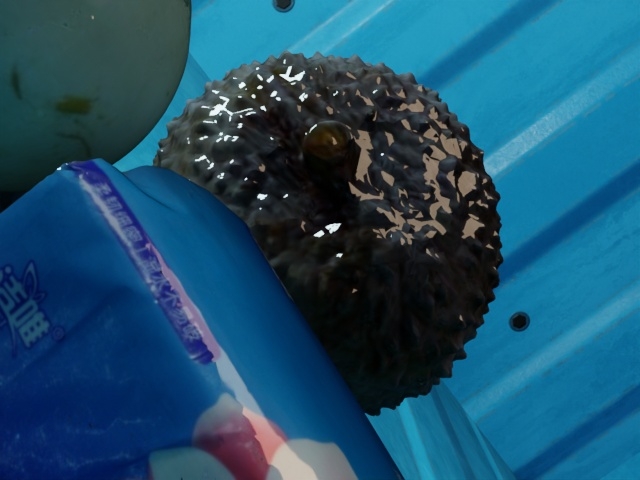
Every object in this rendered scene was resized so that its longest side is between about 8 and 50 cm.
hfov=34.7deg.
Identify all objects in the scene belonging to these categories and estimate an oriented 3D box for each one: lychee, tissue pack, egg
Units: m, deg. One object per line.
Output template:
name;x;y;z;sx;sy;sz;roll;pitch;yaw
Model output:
lychee;0.003;-0.005;0.817;0.300;0.300;0.300;53;5;-7
tissue pack;-0.039;0.109;0.473;0.269;0.137;0.209;54;4;18
egg;-0.175;-0.143;0.552;0.203;0.203;0.282;48;4;-48

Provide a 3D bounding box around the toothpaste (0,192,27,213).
toothpaste;-0.208;-0.073;0.672;0.234;0.057;0.089;49;0;37
